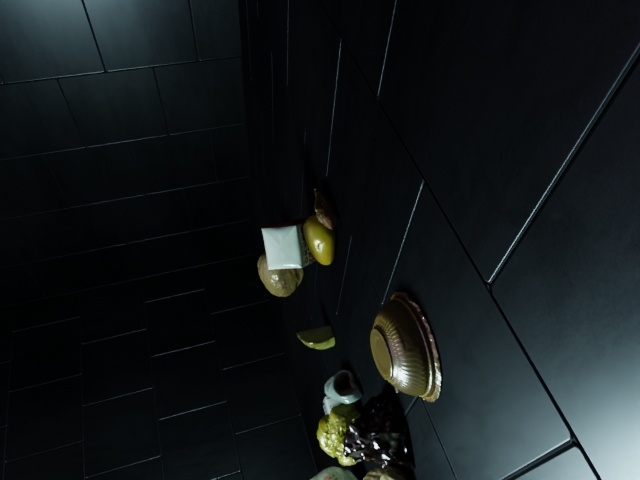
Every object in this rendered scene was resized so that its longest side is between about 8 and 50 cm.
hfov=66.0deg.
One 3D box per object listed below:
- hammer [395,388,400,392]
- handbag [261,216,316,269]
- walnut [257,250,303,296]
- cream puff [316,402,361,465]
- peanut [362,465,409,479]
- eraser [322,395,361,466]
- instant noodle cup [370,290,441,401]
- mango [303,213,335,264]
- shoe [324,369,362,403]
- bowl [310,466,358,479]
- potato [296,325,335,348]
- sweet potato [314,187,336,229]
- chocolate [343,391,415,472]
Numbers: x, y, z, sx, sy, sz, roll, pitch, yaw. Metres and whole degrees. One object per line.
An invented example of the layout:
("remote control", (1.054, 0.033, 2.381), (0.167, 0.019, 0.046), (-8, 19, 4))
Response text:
("hammer", (0.202, 0.377, 1.284), (0.110, 0.019, 0.035), (65, -171, -73))
("handbag", (-0.080, -0.001, 1.839), (0.298, 0.151, 0.171), (-25, -71, -64))
("walnut", (-0.192, 0.148, 2.387), (0.225, 0.225, 0.261), (-120, 10, -53))
("cream puff", (0.090, 0.718, 1.802), (0.194, 0.195, 0.220), (-126, 23, -61))
("peanut", (0.191, 0.774, 1.496), (0.153, 0.140, 0.325), (42, 148, 19))
("eraser", (0.086, 0.789, 2.059), (0.124, 0.081, 0.278), (102, 153, -61))
("instant noodle cup", (0.182, 0.260, 1.168), (0.274, 0.091, 0.273), (168, 90, -76))
("mango", (0.000, 0.000, 1.691), (0.137, 0.098, 0.195), (-137, 32, -61))
("shoe", (0.077, 0.533, 1.838), (0.251, 0.103, 0.100), (172, 85, -72))
("bowl", (0.099, 1.016, 1.976), (0.277, 0.145, 0.277), (42, 162, 17))
("potato", (-0.016, 0.426, 2.029), (0.081, 0.149, 0.120), (-108, 11, -47))
("sweet potato", (0.009, -0.111, 1.625), (0.206, 0.068, 0.060), (-106, 30, -47))
("chocolate", (0.141, 0.565, 1.426), (0.206, 0.177, 0.224), (-164, 64, -75))
